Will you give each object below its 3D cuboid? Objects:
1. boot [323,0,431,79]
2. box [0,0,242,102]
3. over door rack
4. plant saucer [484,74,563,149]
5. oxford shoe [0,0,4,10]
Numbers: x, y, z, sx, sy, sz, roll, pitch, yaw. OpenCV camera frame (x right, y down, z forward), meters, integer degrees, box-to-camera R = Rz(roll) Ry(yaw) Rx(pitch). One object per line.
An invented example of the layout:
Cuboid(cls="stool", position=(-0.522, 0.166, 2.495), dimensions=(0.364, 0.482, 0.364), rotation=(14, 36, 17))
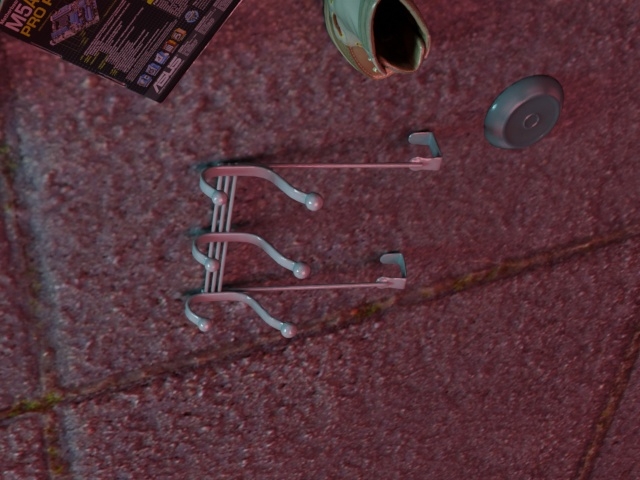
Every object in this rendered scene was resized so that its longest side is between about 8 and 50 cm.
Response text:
Cuboid(cls="boot", position=(0.063, -0.220, 1.266), dimensions=(0.077, 0.165, 0.213), rotation=(-27, 138, -3))
Cuboid(cls="box", position=(-0.166, -0.282, 1.146), dimensions=(0.216, 0.060, 0.270), rotation=(21, 118, -43))
Cuboid(cls="over door rack", position=(0.000, 0.000, 1.500), dimensions=(0.324, 0.108, 0.239), rotation=(-10, 137, -23))
Cuboid(cls="plant saucer", position=(0.272, -0.162, 1.566), dimensions=(0.119, 0.021, 0.119), rotation=(-17, 138, -16))
Cuboid(cls="oxford shoe", position=(-0.391, -0.156, 1.080), dimensions=(0.123, 0.130, 0.348), rotation=(15, 122, -40))
